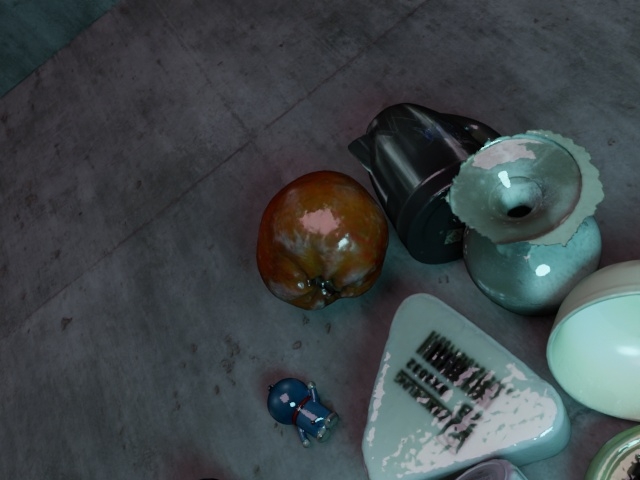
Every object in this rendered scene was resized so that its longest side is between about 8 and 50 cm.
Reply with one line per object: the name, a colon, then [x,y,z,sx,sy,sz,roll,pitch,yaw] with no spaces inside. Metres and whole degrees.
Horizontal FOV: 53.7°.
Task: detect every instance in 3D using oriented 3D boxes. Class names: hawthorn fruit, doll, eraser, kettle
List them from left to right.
doll: [-0.041,0.318,1.203,0.152,0.085,0.114,26,88,25]
hawthorn fruit: [0.000,0.000,1.245,0.284,0.284,0.284,-12,58,21]
kettle: [0.242,-0.156,1.261,0.321,0.228,0.324,-16,50,-14]
eraser: [0.248,0.269,1.039,0.331,0.150,0.331,-11,59,19]

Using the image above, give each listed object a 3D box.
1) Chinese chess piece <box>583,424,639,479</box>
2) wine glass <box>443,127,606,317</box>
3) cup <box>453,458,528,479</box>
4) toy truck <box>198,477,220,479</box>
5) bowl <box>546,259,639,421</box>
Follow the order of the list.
Chinese chess piece: [0.497,0.381,0.879,0.250,0.101,0.250,-12,59,20]
wine glass: [0.343,-0.007,1.036,0.238,0.323,0.238,-12,61,21]
cup: [0.253,0.438,0.855,0.202,0.221,0.167,52,133,0]
toy truck: [-0.192,0.536,1.099,0.147,0.165,0.224,1,64,27]
bowl: [0.484,0.132,0.943,0.277,0.277,0.145,-2,40,26]
